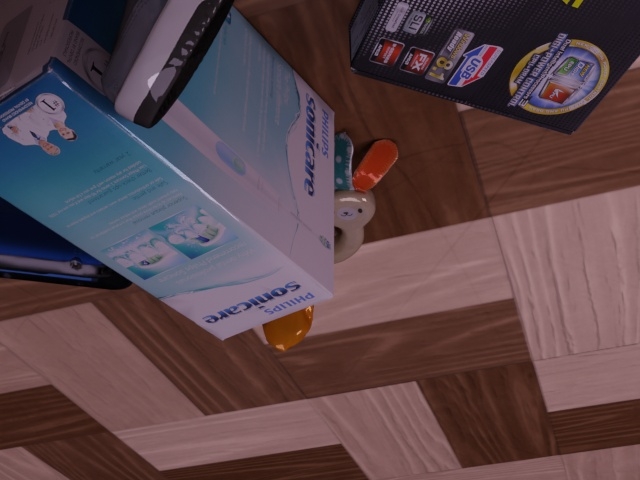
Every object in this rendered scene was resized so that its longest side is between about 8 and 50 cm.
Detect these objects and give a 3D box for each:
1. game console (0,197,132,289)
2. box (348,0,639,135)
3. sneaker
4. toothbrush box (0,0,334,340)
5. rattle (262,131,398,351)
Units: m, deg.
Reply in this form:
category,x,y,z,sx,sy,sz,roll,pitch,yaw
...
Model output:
category,x,y,z,sx,sy,sz,roll,pitch,yaw
game console,-0.342,0.020,0.847,0.293,0.250,0.173,6,115,-9
box,0.169,-0.213,0.632,0.216,0.060,0.270,14,140,-16
sneaker,-0.111,-0.230,0.485,0.179,0.295,0.124,23,-179,-8
toothbrush box,-0.118,-0.089,0.664,0.126,0.216,0.295,-24,137,28
rattle,0.000,0.000,0.846,0.130,0.142,0.200,41,135,-17
